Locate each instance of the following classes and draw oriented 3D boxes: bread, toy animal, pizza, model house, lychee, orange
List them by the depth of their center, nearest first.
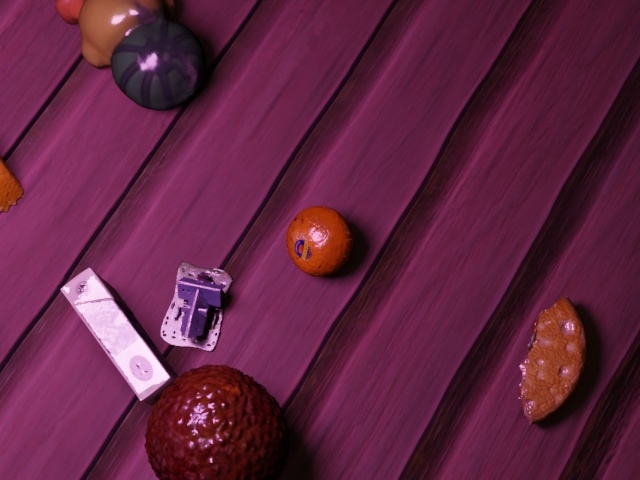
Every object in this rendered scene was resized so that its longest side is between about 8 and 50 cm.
[{"bbox_3d":[-0.178,0.339,1.719,0.261,0.260,0.260,0,73,1],"label":"lychee"},{"bbox_3d":[0.430,0.223,1.845,0.127,0.058,0.246,7,75,2],"label":"pizza"},{"bbox_3d":[-0.239,0.117,1.877,0.117,0.088,0.166,14,74,5],"label":"model house"},{"bbox_3d":[0.001,-0.001,1.890,0.135,0.135,0.118,45,46,13],"label":"orange"},{"bbox_3d":[-0.694,-0.156,1.952,0.143,0.139,0.229,-36,77,-17],"label":"bread"},{"bbox_3d":[-0.371,-0.413,1.985,0.216,0.191,0.338,-37,76,-9],"label":"toy animal"}]

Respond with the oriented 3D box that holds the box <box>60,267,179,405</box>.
[{"bbox_3d":[-0.357,0.183,1.821,0.069,0.164,0.256,-37,76,-7],"label":"box"}]
